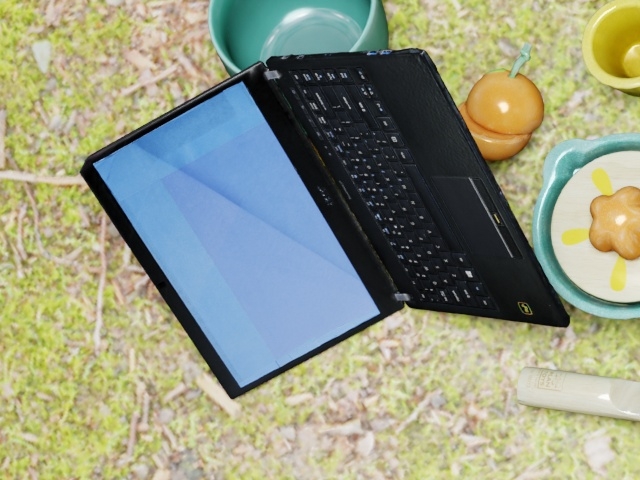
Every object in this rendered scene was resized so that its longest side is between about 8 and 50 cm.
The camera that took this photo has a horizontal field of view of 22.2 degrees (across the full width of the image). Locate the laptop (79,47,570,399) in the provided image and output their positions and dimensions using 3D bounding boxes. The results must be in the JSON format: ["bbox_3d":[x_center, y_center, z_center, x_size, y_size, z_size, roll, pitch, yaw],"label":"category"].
[{"bbox_3d":[0.000,0.000,1.149,0.264,0.234,0.136,5,44,51],"label":"laptop"}]

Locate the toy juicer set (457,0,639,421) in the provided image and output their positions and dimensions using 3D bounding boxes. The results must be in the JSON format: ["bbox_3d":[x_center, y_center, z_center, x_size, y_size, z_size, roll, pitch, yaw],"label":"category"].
[{"bbox_3d":[0.185,0.001,1.176,0.209,0.089,0.329,-16,74,20],"label":"toy juicer set"}]

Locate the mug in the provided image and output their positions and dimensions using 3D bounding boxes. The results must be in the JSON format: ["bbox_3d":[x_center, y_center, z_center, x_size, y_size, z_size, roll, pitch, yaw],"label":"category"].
[{"bbox_3d":[-0.021,-0.147,1.250,0.129,0.097,0.158,39,82,22],"label":"mug"}]

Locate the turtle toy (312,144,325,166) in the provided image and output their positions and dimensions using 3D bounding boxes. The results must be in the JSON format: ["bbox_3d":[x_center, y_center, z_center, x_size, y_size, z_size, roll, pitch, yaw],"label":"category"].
[{"bbox_3d":[-0.062,-0.052,1.270,0.130,0.066,0.095,27,88,16],"label":"turtle toy"}]
